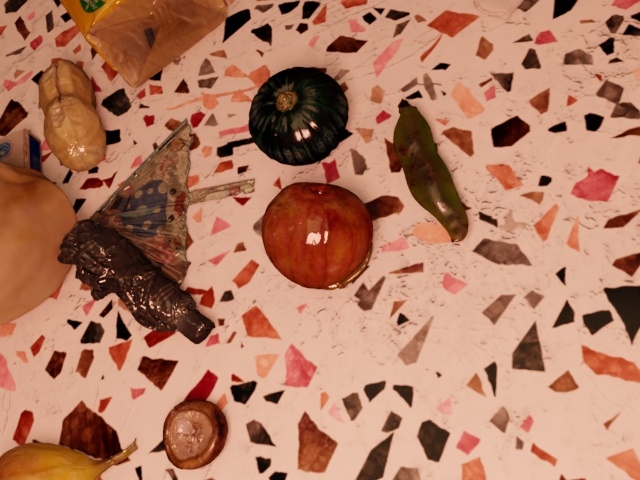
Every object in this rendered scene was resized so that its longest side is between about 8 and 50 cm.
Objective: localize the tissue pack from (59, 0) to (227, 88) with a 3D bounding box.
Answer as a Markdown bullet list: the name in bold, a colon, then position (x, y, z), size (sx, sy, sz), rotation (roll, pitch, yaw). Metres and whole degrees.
- **tissue pack**: position (-0.438, -0.580, 1.582), size (0.293, 0.228, 0.382), rotation (-37, 61, -3)

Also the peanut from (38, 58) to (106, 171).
- **peanut**: position (-0.546, -0.277, 1.539), size (0.130, 0.130, 0.290), rotation (-27, 59, 5)

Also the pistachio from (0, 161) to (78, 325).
- **pistachio**: position (-0.687, 0.001, 1.355), size (0.445, 0.365, 0.281), rotation (-21, 18, 2)

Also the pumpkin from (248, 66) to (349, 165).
- **pumpkin**: position (-0.043, -0.238, 1.341), size (0.202, 0.140, 0.202), rotation (-9, 62, 17)

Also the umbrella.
- **umbrella**: position (-0.338, 0.092, 1.308), size (0.336, 0.154, 0.128), rotation (36, 79, 9)

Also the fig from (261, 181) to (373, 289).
- **fig**: position (-0.001, 0.000, 1.205), size (0.205, 0.205, 0.205), rotation (-7, 64, 16)

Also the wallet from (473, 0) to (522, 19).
- **wallet**: position (0.380, -0.514, 1.383), size (0.095, 0.033, 0.190), rotation (37, 82, 30)

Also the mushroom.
- **mushroom**: position (-0.211, 0.327, 1.189), size (0.123, 0.052, 0.123), rotation (-10, 65, 23)

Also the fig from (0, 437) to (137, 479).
- **fig**: position (-0.434, 0.399, 1.199), size (0.257, 0.159, 0.159), rotation (-22, 59, -14)

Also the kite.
- **kite**: position (-0.303, -0.073, 1.426), size (0.368, 0.014, 0.406), rotation (-10, 63, 14)

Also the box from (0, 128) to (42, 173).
- **box**: position (-0.780, -0.100, 1.570), size (0.343, 0.065, 0.200), rotation (-20, 61, 9)

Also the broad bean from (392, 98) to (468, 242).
- **broad bean**: position (0.184, -0.133, 1.259), size (0.077, 0.061, 0.339), rotation (-15, 62, -1)
